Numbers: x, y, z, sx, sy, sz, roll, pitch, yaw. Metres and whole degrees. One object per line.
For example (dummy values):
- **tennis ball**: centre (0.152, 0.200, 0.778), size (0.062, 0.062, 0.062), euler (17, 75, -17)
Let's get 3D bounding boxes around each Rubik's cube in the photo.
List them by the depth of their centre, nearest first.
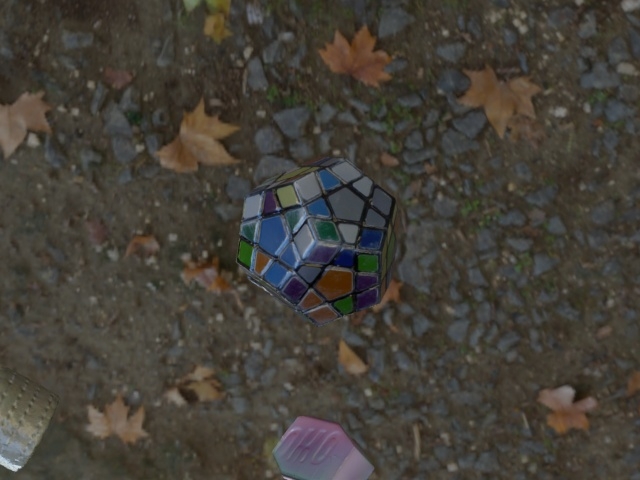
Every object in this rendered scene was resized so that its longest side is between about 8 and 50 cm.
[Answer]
- **Rubik's cube**: centre (0.000, 0.000, 0.606), size (0.111, 0.111, 0.093), euler (16, 149, -16)

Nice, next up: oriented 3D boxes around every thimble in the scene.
- **thimble**: centre (-0.372, 0.209, 1.137), size (0.090, 0.115, 0.102), euler (33, 73, -15)

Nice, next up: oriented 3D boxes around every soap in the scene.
- **soap**: centre (0.000, 0.290, 1.272), size (0.149, 0.100, 0.056), euler (3, 135, 51)
